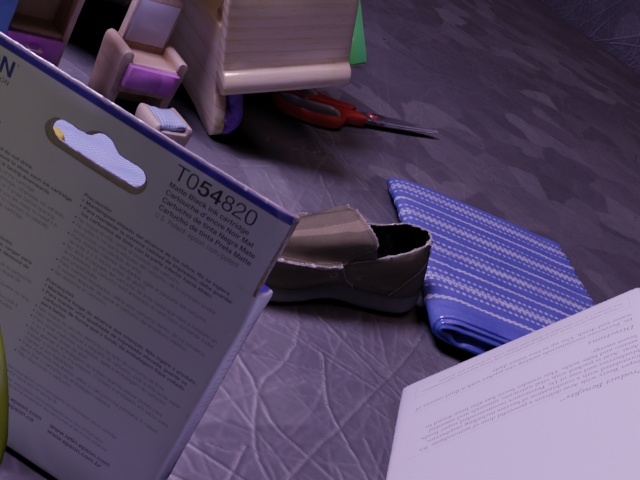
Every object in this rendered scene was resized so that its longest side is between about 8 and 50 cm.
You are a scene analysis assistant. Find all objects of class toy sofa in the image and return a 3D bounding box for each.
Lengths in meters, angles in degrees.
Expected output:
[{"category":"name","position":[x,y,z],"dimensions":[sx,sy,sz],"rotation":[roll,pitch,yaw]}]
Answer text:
[{"category":"toy sofa","position":[-0.101,-0.280,1.243],"dimensions":[0.150,0.177,0.362],"rotation":[-8,39,-24]}]

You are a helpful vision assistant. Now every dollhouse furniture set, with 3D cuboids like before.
[{"category":"dollhouse furniture set","position":[-0.173,-0.150,0.928],"dimensions":[0.286,0.198,0.303],"rotation":[6,33,-42]}]

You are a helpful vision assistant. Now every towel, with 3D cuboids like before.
[{"category":"towel","position":[0.195,0.051,1.156],"dimensions":[0.243,0.040,0.336],"rotation":[23,23,-15]}]

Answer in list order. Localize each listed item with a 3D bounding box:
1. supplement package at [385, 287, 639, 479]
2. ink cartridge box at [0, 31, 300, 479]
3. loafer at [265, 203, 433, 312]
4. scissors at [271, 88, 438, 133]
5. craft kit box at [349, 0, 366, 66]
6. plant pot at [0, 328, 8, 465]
[{"category":"supplement package","position":[0.145,0.187,0.585],"dimensions":[0.175,0.178,0.293],"rotation":[59,20,-14]},{"category":"ink cartridge box","position":[-0.145,0.015,0.605],"dimensions":[0.223,0.224,0.045],"rotation":[33,24,5]},{"category":"loafer","position":[0.000,0.000,0.963],"dimensions":[0.251,0.087,0.094],"rotation":[9,31,-39]},{"category":"scissors","position":[0.057,-0.156,1.425],"dimensions":[0.297,0.021,0.109],"rotation":[16,25,-31]},{"category":"craft kit box","position":[-0.028,-0.340,1.323],"dimensions":[0.061,0.249,0.247],"rotation":[-12,16,-17]},{"category":"plant pot","position":[-0.244,0.044,0.393],"dimensions":[0.228,0.207,0.227],"rotation":[11,26,-5]}]
